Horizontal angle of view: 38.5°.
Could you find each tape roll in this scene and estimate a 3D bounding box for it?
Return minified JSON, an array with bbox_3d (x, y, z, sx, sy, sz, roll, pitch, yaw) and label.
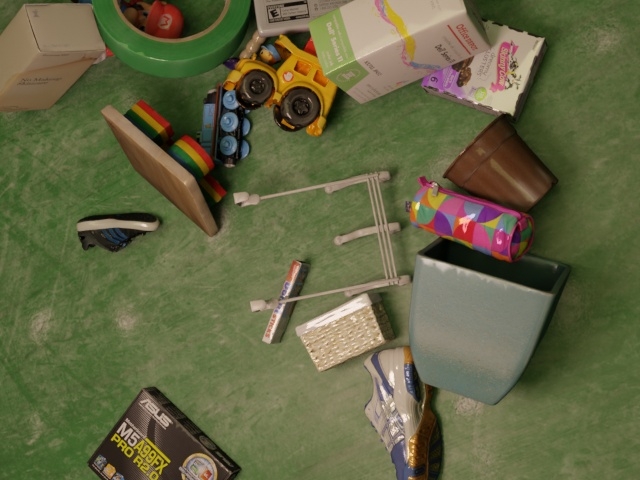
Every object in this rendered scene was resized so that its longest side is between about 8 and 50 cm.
[{"bbox_3d":[-0.304,-0.491,1.881,0.321,0.077,0.321,2,71,-6],"label":"tape roll"}]

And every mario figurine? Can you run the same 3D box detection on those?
[{"bbox_3d":[-0.444,-0.493,1.997,0.321,0.170,0.198,15,130,25],"label":"mario figurine"}]

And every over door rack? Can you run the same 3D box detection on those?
[{"bbox_3d":[0.000,0.000,1.830,0.324,0.108,0.239,-10,82,-8],"label":"over door rack"}]

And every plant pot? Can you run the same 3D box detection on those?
[{"bbox_3d":[0.295,0.152,1.686,0.248,0.247,0.252,17,105,18],"label":"plant pot"},{"bbox_3d":[0.346,-0.124,1.734,0.165,0.167,0.167,46,99,8],"label":"plant pot"}]

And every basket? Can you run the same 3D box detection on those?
[{"bbox_3d":[0.054,0.183,1.820,0.167,0.113,0.103,-27,80,14],"label":"basket"}]

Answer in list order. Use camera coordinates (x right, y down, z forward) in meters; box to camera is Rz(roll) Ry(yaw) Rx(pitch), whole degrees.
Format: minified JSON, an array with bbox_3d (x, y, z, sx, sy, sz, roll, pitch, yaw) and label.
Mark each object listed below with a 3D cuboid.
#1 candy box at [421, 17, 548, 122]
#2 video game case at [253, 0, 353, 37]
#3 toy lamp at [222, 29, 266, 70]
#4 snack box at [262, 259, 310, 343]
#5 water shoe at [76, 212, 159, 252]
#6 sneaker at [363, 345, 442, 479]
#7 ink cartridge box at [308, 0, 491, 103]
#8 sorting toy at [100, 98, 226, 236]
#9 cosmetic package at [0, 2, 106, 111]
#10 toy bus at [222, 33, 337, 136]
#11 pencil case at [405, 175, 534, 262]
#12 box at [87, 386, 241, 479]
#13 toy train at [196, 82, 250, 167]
[{"bbox_3d":[0.322,-0.342,1.798,0.196,0.070,0.165,22,92,19],"label":"candy box"},{"bbox_3d":[0.016,-0.583,1.884,0.329,0.036,0.300,-8,83,-1],"label":"video game case"},{"bbox_3d":[-0.105,-0.469,1.941,0.080,0.080,0.274,35,96,17],"label":"toy lamp"},{"bbox_3d":[-0.069,0.127,1.889,0.022,0.064,0.178,22,92,19],"label":"snack box"},{"bbox_3d":[-0.441,-0.016,2.027,0.203,0.073,0.080,0,107,22],"label":"water shoe"},{"bbox_3d":[0.155,0.356,1.793,0.131,0.112,0.296,-8,81,34],"label":"sneaker"},{"bbox_3d":[0.183,-0.395,1.703,0.353,0.207,0.119,-21,75,20],"label":"ink cartridge box"},{"bbox_3d":[-0.305,-0.161,1.899,0.255,0.257,0.089,40,75,19],"label":"sorting toy"},{"bbox_3d":[-0.610,-0.390,1.980,0.309,0.160,0.113,-25,81,49],"label":"cosmetic package"},{"bbox_3d":[-0.061,-0.342,1.856,0.220,0.149,0.211,26,89,-10],"label":"toy bus"},{"bbox_3d":[0.274,-0.038,1.691,0.236,0.104,0.104,23,93,33],"label":"pencil case"},{"bbox_3d":[-0.335,0.479,1.948,0.270,0.060,0.216,40,98,16],"label":"box"},{"bbox_3d":[-0.208,-0.247,1.958,0.105,0.080,0.184,2,86,24],"label":"toy train"}]
